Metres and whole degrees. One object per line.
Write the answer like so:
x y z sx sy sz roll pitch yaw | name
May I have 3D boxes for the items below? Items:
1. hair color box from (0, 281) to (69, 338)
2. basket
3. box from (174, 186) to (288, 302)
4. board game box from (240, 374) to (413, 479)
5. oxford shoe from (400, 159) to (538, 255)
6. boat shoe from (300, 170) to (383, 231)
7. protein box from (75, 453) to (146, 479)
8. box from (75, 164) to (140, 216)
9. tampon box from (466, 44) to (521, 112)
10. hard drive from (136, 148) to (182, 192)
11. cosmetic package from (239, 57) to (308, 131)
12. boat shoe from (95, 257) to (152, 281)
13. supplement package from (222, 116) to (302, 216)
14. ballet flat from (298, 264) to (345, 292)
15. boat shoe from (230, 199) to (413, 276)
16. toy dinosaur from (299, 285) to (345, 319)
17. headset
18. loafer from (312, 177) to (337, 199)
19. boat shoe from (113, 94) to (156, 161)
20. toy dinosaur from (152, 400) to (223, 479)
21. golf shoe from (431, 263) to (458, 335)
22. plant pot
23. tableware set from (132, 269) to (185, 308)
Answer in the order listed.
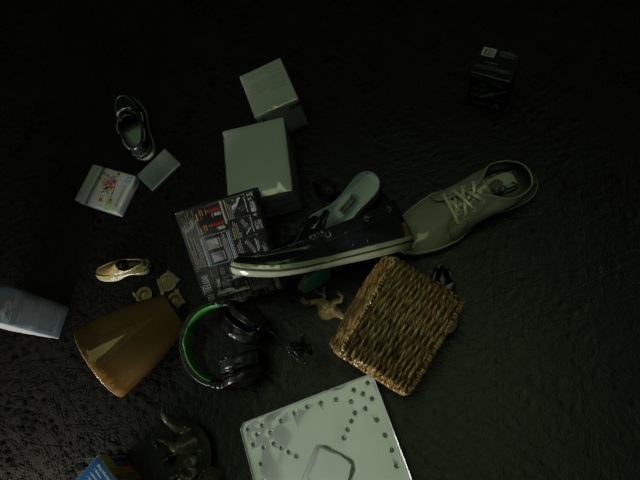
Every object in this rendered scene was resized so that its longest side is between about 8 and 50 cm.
-0.947 0.191 1.547 0.185 0.374 0.114 6 71 14 | hair color box
0.192 0.218 1.391 0.223 0.213 0.299 31 85 -5 | basket
-0.255 0.027 1.539 0.242 0.076 0.308 -16 99 7 | box
0.026 0.600 1.358 0.389 0.050 0.390 -22 67 4 | board game box
0.404 -0.102 1.493 0.449 0.130 0.169 -26 69 4 | oxford shoe
0.064 -0.080 1.569 0.113 0.105 0.306 42 97 17 | boat shoe
-0.569 0.717 1.399 0.200 0.136 0.201 39 82 22 | protein box
-0.734 -0.173 1.818 0.186 0.038 0.145 17 75 17 | box
0.519 -0.484 1.588 0.120 0.161 0.101 21 76 17 | tampon box
-0.553 -0.240 1.810 0.135 0.022 0.094 -46 68 -6 | hard drive
-0.150 -0.459 1.732 0.151 0.151 0.184 -23 67 4 | cosmetic package
-0.639 0.083 1.683 0.190 0.072 0.068 -13 68 8 | boat shoe
-0.180 -0.220 1.655 0.204 0.145 0.262 -11 69 8 | supplement package
0.018 0.068 1.552 0.221 0.077 0.079 -36 48 -7 | ballet flat
0.000 0.000 1.425 0.500 0.187 0.156 -13 91 -4 | boat shoe
0.035 0.191 1.517 0.183 0.053 0.093 26 95 15 | toy dinosaur
-0.215 0.286 1.436 0.394 0.185 0.243 1 83 16 | headset
0.020 -0.165 1.591 0.061 0.170 0.062 -24 109 -5 | loafer
-0.668 -0.419 1.864 0.114 0.091 0.302 -33 67 -1 | boat shoe
-0.356 0.586 1.430 0.160 0.121 0.314 -18 62 -8 | toy dinosaur
0.332 0.158 1.431 0.077 0.094 0.198 -8 70 8 | golf shoe
-0.524 0.277 1.517 0.254 0.237 0.237 -34 66 -11 | plant pot
-0.501 0.182 1.645 0.168 0.020 0.141 -36 67 -2 | tableware set
